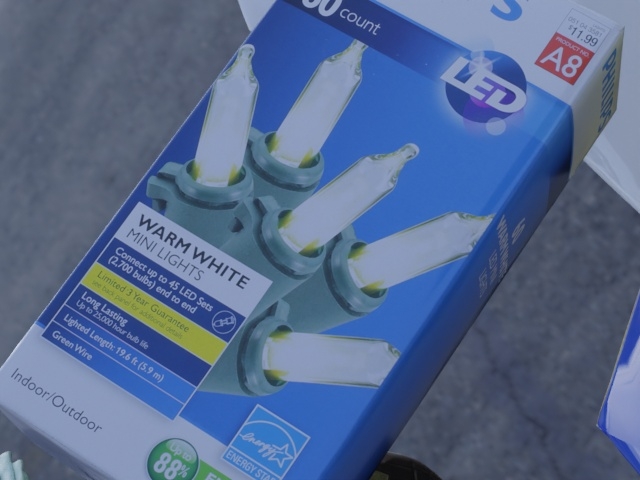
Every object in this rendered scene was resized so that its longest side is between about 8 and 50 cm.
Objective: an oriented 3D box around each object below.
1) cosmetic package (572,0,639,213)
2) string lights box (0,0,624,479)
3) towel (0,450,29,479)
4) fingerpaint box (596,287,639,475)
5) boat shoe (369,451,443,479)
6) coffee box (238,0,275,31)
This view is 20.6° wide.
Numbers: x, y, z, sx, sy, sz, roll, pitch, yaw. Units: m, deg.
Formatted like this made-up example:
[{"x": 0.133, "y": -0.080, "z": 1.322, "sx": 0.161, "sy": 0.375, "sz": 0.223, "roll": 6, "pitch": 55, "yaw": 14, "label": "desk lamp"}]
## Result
[{"x": 0.248, "y": -0.133, "z": 0.982, "sx": 0.197, "sy": 0.365, "sz": 0.155, "roll": 46, "pitch": 120, "yaw": 18, "label": "cosmetic package"}, {"x": 0.000, "y": 0.000, "z": 0.716, "sx": 0.260, "sy": 0.133, "sz": 0.077, "roll": -55, "pitch": -18, "yaw": -15, "label": "string lights box"}, {"x": -0.281, "y": 0.314, "z": 1.213, "sx": 0.248, "sy": 0.038, "sz": 0.325, "roll": -53, "pitch": 17, "yaw": 16, "label": "towel"}, {"x": 0.289, "y": -0.024, "z": 0.555, "sx": 0.371, "sy": 0.163, "sz": 0.445, "roll": -125, "pitch": 41, "yaw": -54, "label": "fingerpaint box"}, {"x": 0.031, "y": 0.195, "z": 1.388, "sx": 0.072, "sy": 0.190, "sz": 0.068, "roll": -9, "pitch": 56, "yaw": 45, "label": "boat shoe"}, {"x": 0.110, "y": -0.340, "z": 1.235, "sx": 0.337, "sy": 0.338, "sz": 0.334, "roll": -25, "pitch": 78, "yaw": 25, "label": "coffee box"}]
